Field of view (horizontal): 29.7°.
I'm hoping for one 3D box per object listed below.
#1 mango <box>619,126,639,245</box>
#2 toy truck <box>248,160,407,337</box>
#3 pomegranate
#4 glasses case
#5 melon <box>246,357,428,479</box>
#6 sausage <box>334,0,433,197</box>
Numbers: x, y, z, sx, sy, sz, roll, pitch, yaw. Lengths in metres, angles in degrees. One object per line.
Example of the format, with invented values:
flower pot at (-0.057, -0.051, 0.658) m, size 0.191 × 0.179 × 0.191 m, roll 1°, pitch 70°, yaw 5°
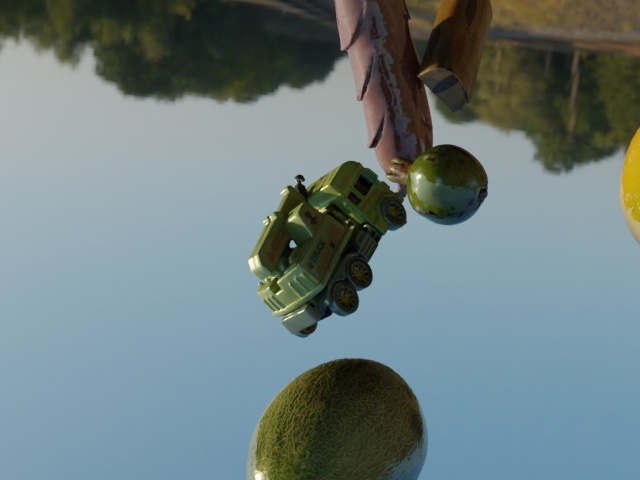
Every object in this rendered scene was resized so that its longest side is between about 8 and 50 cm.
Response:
mango at (0.459, -0.074, 1.530) m, size 0.119 × 0.176 × 0.317 m, roll 32°, pitch -144°, yaw -16°
toy truck at (0.000, 0.000, 1.056) m, size 0.077 × 0.100 × 0.169 m, roll -29°, pitch -158°, yaw 47°
pomegranate at (0.102, -0.050, 1.022) m, size 0.073 × 0.073 × 0.084 m, roll 3°, pitch -160°, yaw -29°
glasses case at (0.160, -0.226, 1.374) m, size 0.064 × 0.170 × 0.041 m, roll 42°, pitch 134°, yaw -23°
melon at (0.017, 0.170, 1.005) m, size 0.139 × 0.139 × 0.192 m, roll 14°, pitch -142°, yaw 27°
sausage at (0.055, -0.253, 1.340) m, size 0.087 × 0.433 × 0.088 m, roll -14°, pitch -162°, yaw 4°
